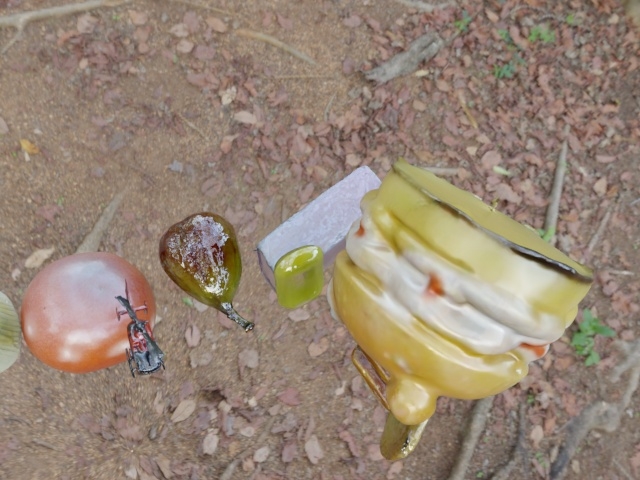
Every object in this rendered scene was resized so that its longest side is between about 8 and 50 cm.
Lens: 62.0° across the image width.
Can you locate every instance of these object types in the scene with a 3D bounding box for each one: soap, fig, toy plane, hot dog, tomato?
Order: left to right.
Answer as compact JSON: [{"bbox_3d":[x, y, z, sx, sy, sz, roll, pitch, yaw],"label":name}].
[{"bbox_3d":[-0.469,0.144,1.091,0.255,0.224,0.256,17,50,-22],"label":"tomato"},{"bbox_3d":[-0.210,0.106,0.616,0.037,0.060,0.145,-13,41,-25],"label":"toy plane"},{"bbox_3d":[-0.219,0.075,1.113,0.170,0.145,0.274,-33,79,4],"label":"fig"},{"bbox_3d":[-0.035,0.060,0.877,0.088,0.140,0.045,-22,53,-16],"label":"soap"},{"bbox_3d":[0.000,0.000,1.159,0.285,0.296,0.107,-38,81,-14],"label":"soap"},{"bbox_3d":[0.125,0.280,1.111,0.165,0.071,0.045,53,18,20],"label":"hot dog"}]

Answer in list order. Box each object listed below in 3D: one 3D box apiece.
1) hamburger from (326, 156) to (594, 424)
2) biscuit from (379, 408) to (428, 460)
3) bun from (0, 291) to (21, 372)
[{"bbox_3d":[0.137,0.059,0.612,0.276,0.276,0.237,24,107,-9],"label":"hamburger"},{"bbox_3d":[0.154,0.220,0.817,0.029,0.118,0.247,31,63,-4],"label":"biscuit"},{"bbox_3d":[-0.656,0.170,0.981,0.127,0.193,0.179,-15,59,12],"label":"bun"}]
